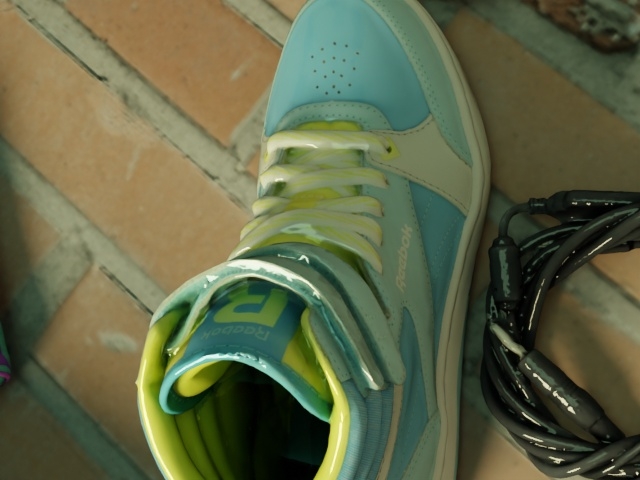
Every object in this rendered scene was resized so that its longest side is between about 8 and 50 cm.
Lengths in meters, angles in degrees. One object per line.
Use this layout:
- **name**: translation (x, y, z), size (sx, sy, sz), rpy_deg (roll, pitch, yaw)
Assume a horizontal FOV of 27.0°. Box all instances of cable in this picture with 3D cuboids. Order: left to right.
- **cable**: translation (0.168, 0.050, 0.658), size (0.184, 0.047, 0.151), rpy_deg (5, 83, 20)

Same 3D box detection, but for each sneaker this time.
- **sneaker**: translation (0.000, 0.000, 0.642), size (0.127, 0.208, 0.319), rpy_deg (-5, 78, 21)

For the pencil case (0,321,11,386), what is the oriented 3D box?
- **pencil case**: translation (-0.232, 0.024, 0.798), size (0.064, 0.070, 0.152), rpy_deg (-22, 75, 15)
